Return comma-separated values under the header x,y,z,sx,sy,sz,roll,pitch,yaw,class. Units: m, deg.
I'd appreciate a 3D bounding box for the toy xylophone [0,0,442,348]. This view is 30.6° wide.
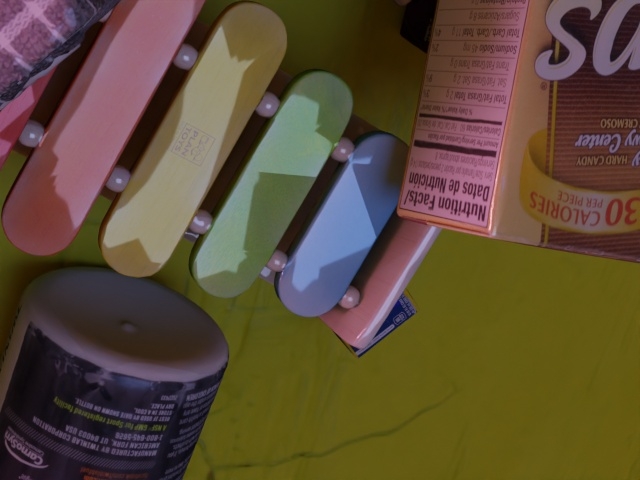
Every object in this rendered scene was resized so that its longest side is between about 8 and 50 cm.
x,y,z,sx,sy,sz,roll,pitch,yaw,class
-0.066,-0.087,0.629,0.322,0.081,0.236,20,99,-23,toy xylophone

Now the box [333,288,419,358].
x,y,z,sx,sy,sz,roll,pitch,yaw,class
0.000,0.000,0.775,0.059,0.054,0.169,-37,128,-4,box

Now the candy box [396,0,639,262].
x,y,z,sx,sy,sz,roll,pitch,yaw,class
0.163,-0.150,0.633,0.182,0.087,0.317,8,93,-32,candy box

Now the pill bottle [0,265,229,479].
x,y,z,sx,sy,sz,roll,pitch,yaw,class
-0.155,0.150,0.733,0.130,0.130,0.246,10,113,-33,pill bottle

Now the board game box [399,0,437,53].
x,y,z,sx,sy,sz,roll,pitch,yaw,class
0.187,-0.274,0.716,0.208,0.056,0.347,-3,119,-32,board game box

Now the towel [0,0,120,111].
x,y,z,sx,sy,sz,roll,pitch,yaw,class
-0.244,-0.106,0.460,0.283,0.121,0.235,-37,106,14,towel
